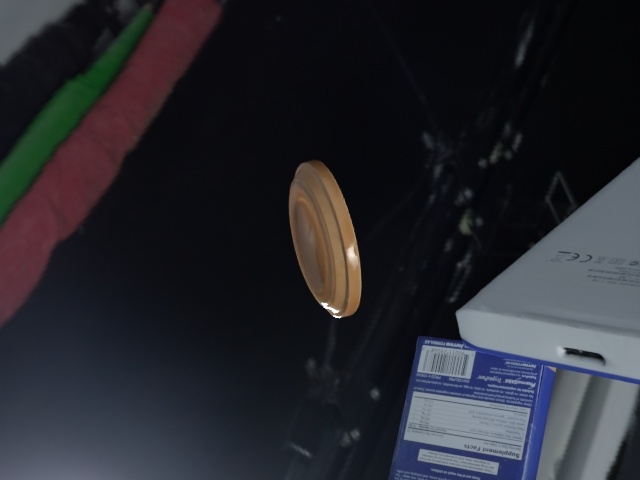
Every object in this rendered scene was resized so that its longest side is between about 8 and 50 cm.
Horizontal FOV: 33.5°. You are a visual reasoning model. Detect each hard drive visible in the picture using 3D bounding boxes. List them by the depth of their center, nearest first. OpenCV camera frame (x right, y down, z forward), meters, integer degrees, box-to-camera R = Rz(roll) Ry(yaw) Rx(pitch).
[{"bbox_3d":[0.283,0.006,0.830,0.210,0.040,0.318,7,-148,44],"label":"hard drive"}]

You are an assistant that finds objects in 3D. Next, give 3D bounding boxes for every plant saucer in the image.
[{"bbox_3d":[0.000,0.000,0.554,0.013,0.083,0.083,-14,-147,-15],"label":"plant saucer"}]

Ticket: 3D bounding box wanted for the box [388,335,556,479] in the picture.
[{"bbox_3d":[0.133,0.207,0.989,0.136,0.036,0.225,4,-109,34],"label":"box"}]
